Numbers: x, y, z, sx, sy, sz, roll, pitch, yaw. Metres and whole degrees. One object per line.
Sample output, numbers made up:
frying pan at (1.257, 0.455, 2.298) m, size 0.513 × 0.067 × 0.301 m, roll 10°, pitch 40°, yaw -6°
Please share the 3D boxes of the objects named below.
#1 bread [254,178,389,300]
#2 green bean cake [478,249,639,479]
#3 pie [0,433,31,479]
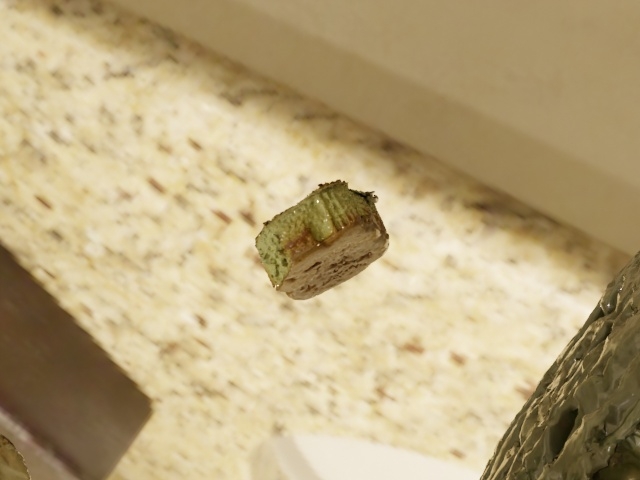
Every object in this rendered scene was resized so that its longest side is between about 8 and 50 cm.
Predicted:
bread at (0.000, 0.000, 1.319) m, size 0.128 × 0.140 × 0.069 m, roll 26°, pitch -143°, yaw -61°
green bean cake at (0.152, 0.126, 0.609) m, size 0.132 × 0.255 × 0.241 m, roll 33°, pitch 115°, yaw 9°
pie at (-0.285, 0.129, 0.747) m, size 0.185 × 0.052 × 0.218 m, roll -21°, pitch 136°, yaw 33°
